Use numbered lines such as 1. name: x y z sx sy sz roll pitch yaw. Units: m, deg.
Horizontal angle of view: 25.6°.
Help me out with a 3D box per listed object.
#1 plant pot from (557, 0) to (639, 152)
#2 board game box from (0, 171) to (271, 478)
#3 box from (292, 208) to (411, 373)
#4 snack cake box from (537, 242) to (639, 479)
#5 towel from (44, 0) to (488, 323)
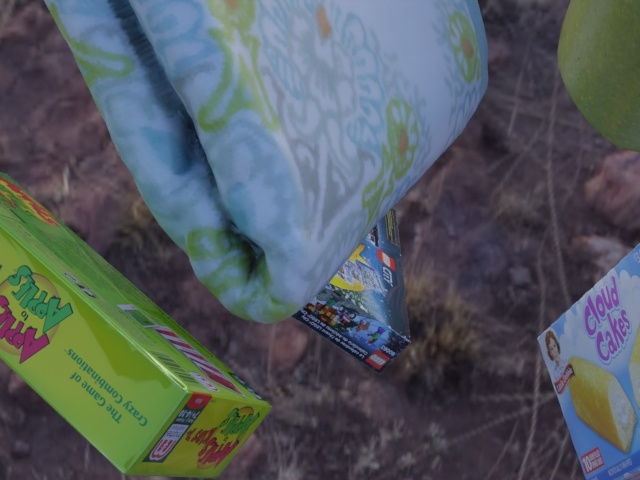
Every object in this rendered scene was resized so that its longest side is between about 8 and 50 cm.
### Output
1. plant pot: 0.287 -0.185 0.948 0.276 0.254 0.276 8 57 -12
2. board game box: -0.114 0.029 0.611 0.181 0.092 0.043 39 94 21
3. box: 0.000 0.000 1.247 0.159 0.044 0.233 35 23 -18
4. snack cake box: 0.278 0.100 1.147 0.089 0.264 0.152 -14 72 -15
5. towel: -0.046 -0.182 0.720 0.090 0.374 0.320 -19 13 31
